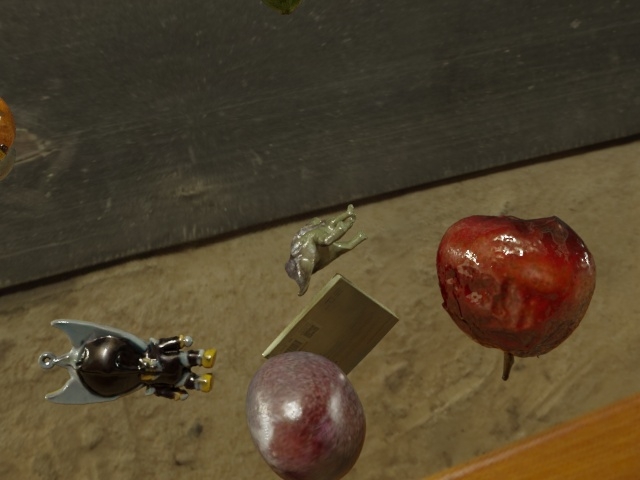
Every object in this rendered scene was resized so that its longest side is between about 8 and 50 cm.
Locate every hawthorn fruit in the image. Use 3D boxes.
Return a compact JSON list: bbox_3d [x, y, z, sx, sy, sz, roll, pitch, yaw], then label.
[{"bbox_3d":[0.294,0.086,1.128,0.230,0.210,0.266,5,112,29],"label":"hawthorn fruit"}]

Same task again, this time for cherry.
[{"bbox_3d":[-0.020,0.215,0.911,0.140,0.176,0.176,-25,102,-1],"label":"cherry"}]

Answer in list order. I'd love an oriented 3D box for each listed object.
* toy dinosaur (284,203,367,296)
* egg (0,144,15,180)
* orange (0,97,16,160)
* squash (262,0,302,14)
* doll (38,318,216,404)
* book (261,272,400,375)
[{"bbox_3d":[0.005,0.005,1.419,0.162,0.294,0.077,-35,97,16],"label":"toy dinosaur"},{"bbox_3d":[-0.578,-0.141,1.264,0.103,0.135,0.103,6,112,15],"label":"egg"},{"bbox_3d":[-0.323,-0.105,0.685,0.083,0.083,0.083,-1,99,-9],"label":"orange"},{"bbox_3d":[-0.099,-0.439,0.799,0.107,0.107,0.395,-28,107,-4],"label":"squash"},{"bbox_3d":[-0.352,0.224,1.375,0.316,0.103,0.145,6,122,-7],"label":"doll"},{"bbox_3d":[0.029,0.185,1.466,0.215,0.025,0.283,-47,145,2],"label":"book"}]
